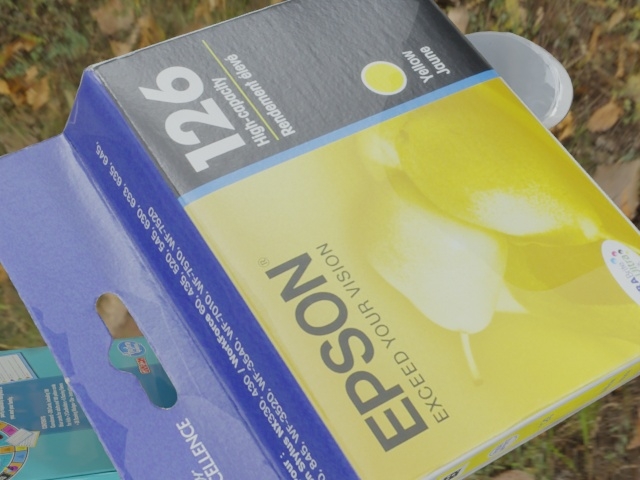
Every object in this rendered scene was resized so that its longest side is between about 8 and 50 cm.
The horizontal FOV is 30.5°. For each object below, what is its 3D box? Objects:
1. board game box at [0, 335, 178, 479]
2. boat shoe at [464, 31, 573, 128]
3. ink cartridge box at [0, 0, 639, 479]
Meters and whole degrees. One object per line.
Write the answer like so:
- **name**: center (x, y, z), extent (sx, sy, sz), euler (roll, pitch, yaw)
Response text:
- **board game box**: center (-0.257, 0.155, 0.801), extent (0.335, 0.254, 0.079), euler (-5, 105, -15)
- **boat shoe**: center (0.166, -0.156, 1.146), extent (0.084, 0.258, 0.095), euler (10, 103, -34)
- **ink cartridge box**: center (0.000, 0.000, 0.651), extent (0.307, 0.072, 0.304), euler (-24, 64, -26)
